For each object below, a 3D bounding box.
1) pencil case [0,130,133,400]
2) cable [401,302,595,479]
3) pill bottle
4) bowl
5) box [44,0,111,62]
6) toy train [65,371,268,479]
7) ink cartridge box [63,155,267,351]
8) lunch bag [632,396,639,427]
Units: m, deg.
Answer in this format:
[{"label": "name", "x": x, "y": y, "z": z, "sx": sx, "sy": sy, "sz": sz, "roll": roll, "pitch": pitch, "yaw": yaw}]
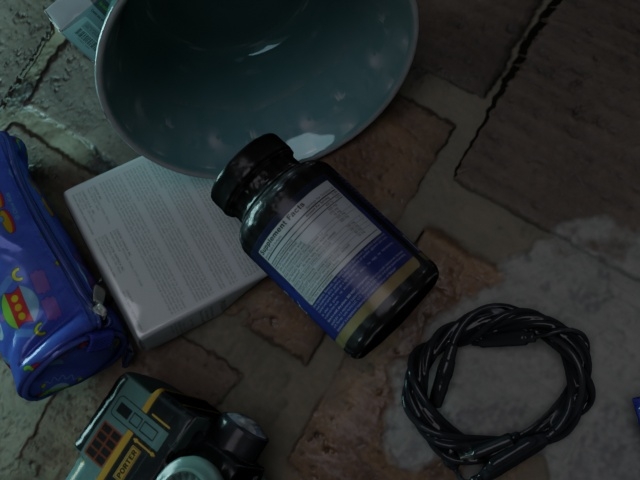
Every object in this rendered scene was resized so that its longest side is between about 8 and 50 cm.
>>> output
[{"label": "pencil case", "x": -0.318, "y": 0.018, "z": 0.921, "sx": 0.133, "sy": 0.119, "sz": 0.306, "roll": -39, "pitch": 72, "yaw": 21}, {"label": "cable", "x": 0.174, "y": 0.137, "z": 0.835, "sx": 0.184, "sy": 0.047, "sz": 0.150, "roll": -35, "pitch": 68, "yaw": 6}, {"label": "pill bottle", "x": 0.000, "y": 0.000, "z": 0.846, "sx": 0.219, "sy": 0.123, "sz": 0.123, "roll": 44, "pitch": 90, "yaw": 12}, {"label": "bowl", "x": -0.074, "y": -0.224, "z": 0.853, "sx": 0.312, "sy": 0.311, "sz": 0.163, "roll": -23, "pitch": 55, "yaw": 7}, {"label": "box", "x": -0.188, "y": -0.267, "z": 0.942, "sx": 0.186, "sy": 0.145, "sz": 0.038, "roll": -39, "pitch": 74, "yaw": 3}, {"label": "toy train", "x": -0.188, "y": 0.291, "z": 0.837, "sx": 0.190, "sy": 0.142, "sz": 0.334, "roll": 32, "pitch": 88, "yaw": 29}, {"label": "ink cartridge box", "x": -0.132, "y": -0.016, "z": 0.936, "sx": 0.232, "sy": 0.066, "sz": 0.189, "roll": -26, "pitch": 74, "yaw": -17}, {"label": "lunch bag", "x": 0.367, "y": 0.184, "z": 0.758, "sx": 0.151, "sy": 0.096, "sz": 0.128, "roll": -18, "pitch": 77, "yaw": 23}]
